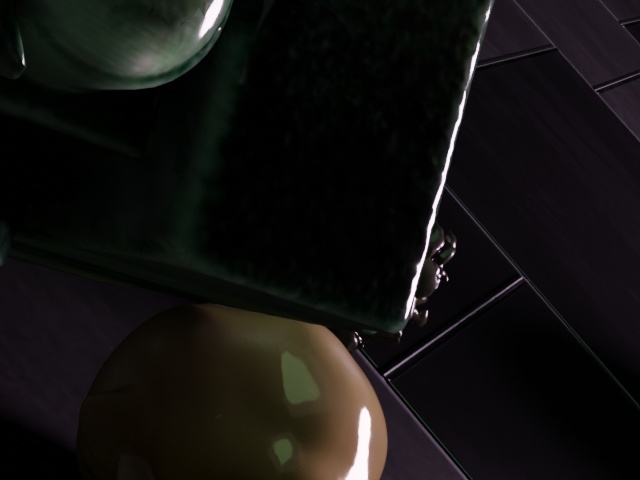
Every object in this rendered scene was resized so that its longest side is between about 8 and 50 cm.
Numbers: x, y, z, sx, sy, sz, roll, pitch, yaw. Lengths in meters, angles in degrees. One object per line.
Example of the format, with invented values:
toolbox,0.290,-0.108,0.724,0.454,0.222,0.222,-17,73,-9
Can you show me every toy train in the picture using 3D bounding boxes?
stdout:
toy train,-0.099,-0.056,0.505,0.238,0.166,0.299,20,-6,-38

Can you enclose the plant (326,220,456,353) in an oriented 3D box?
plant,0.000,0.000,0.779,0.143,0.094,0.092,20,46,-37

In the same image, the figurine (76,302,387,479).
figurine,-0.025,0.114,0.561,0.114,0.108,0.196,-2,56,-10
